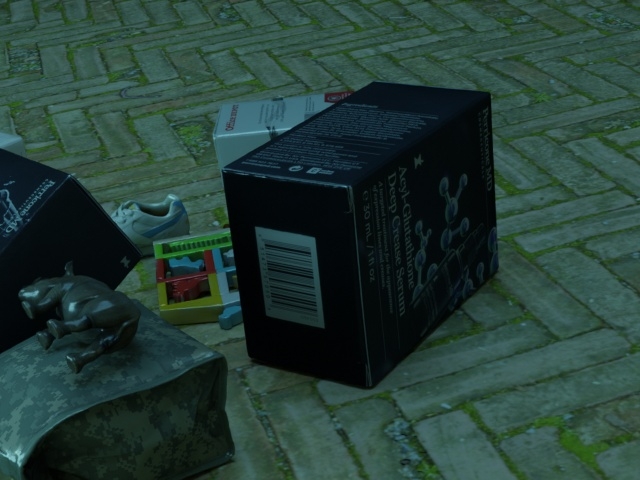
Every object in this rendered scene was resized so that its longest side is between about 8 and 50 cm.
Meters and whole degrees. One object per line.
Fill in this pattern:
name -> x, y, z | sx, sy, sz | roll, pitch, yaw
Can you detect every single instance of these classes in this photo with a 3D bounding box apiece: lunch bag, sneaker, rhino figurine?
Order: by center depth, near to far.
lunch bag -> -0.283, 0.207, 1.491 | 0.287, 0.169, 0.235 | -17, 25, -33
rhino figurine -> -0.297, 0.081, 1.491 | 0.106, 0.073, 0.243 | -26, 26, -24
sneaker -> -0.337, -0.016, 2.103 | 0.228, 0.092, 0.087 | -15, 27, -15

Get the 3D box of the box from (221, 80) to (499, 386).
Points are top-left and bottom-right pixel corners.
box -> 0.073, -0.025, 1.762 | 0.212, 0.294, 0.395 | 10, 29, 32

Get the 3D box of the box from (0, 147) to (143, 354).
box -> -0.479, 0.055, 1.702 | 0.312, 0.179, 0.343 | 19, 65, 45

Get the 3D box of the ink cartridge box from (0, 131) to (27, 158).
ink cartridge box -> -0.765, -0.108, 2.396 | 0.207, 0.119, 0.353 | 16, 31, 40

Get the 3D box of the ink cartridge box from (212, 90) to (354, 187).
ink cartridge box -> -0.062, -0.200, 2.416 | 0.272, 0.114, 0.197 | -5, 25, 3

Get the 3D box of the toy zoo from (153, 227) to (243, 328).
toy zoo -> -0.163, 0.058, 1.952 | 0.192, 0.030, 0.293 | -10, 26, -5

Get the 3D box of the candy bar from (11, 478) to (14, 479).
candy bar -> -0.371, 0.323, 1.437 | 0.040, 0.018, 0.161 | -2, 23, 12

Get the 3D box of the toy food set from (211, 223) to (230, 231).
toy food set -> -0.150, -0.016, 2.140 | 0.077, 0.019, 0.122 | 4, 26, 23
